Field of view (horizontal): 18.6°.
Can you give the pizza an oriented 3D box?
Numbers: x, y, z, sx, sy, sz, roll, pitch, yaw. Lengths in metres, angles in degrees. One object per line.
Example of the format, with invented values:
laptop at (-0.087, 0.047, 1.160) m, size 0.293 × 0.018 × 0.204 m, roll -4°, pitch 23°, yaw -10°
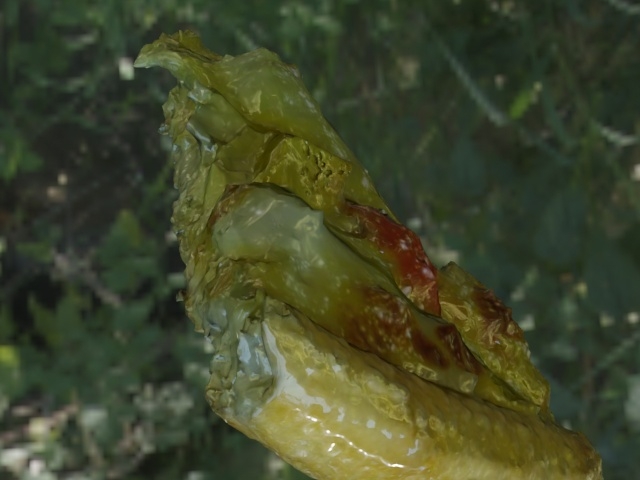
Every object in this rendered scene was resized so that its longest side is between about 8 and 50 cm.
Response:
pizza at (0.000, 0.000, 0.831) m, size 0.075 × 0.288 × 0.280 m, roll -41°, pitch 153°, yaw 16°
